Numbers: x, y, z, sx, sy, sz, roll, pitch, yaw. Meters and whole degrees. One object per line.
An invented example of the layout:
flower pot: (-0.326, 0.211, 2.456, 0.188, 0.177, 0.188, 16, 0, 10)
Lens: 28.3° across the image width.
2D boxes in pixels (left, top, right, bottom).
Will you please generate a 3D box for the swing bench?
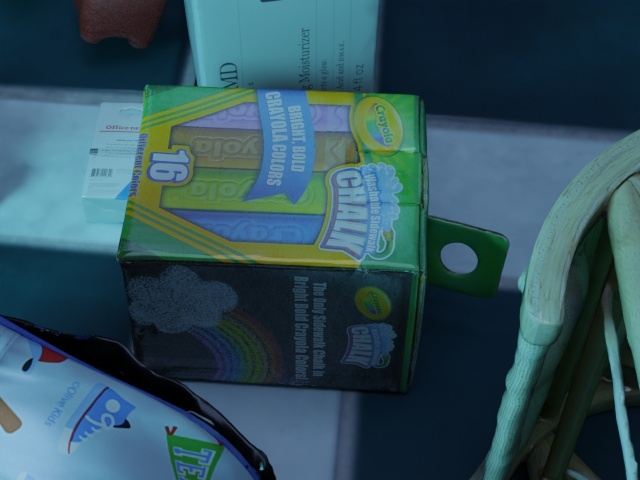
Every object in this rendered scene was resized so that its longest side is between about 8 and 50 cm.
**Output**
swing bench: (0.163, 0.120, 0.582, 0.165, 0.253, 0.254, -16, 55, -12)

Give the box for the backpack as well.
backpack: (-0.160, 0.134, 0.576, 0.263, 0.276, 0.213, 18, 60, 4)

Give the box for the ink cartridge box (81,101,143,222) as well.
ink cartridge box: (-0.128, -0.052, 0.846, 0.048, 0.028, 0.083, 2, 54, 1)

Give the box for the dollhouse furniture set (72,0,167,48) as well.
dollhouse furniture set: (-0.231, -0.187, 0.800, 0.201, 0.152, 0.374, 38, 41, 19)

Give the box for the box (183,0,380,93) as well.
box: (-0.033, -0.178, 0.846, 0.119, 0.181, 0.182, -8, 54, -5)

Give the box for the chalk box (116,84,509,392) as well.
chalk box: (0.000, 0.000, 0.746, 0.213, 0.132, 0.132, 3, 54, 0)
